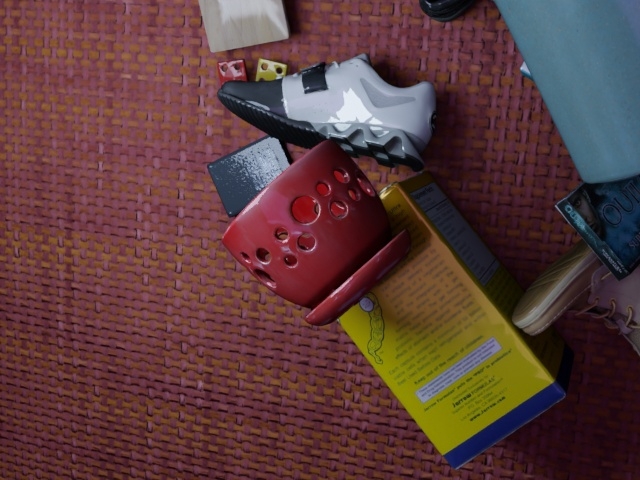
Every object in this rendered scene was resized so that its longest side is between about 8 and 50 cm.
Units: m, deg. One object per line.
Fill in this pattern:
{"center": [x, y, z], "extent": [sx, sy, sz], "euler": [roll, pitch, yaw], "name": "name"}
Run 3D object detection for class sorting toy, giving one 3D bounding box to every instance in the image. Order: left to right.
{"center": [-0.113, -0.357, 1.326], "extent": [0.132, 0.046, 0.274], "euler": [-6, 108, 20], "name": "sorting toy"}

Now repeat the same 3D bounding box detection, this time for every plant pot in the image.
{"center": [0.000, 0.000, 1.075], "extent": [0.191, 0.191, 0.174], "euler": [-41, 87, 21], "name": "plant pot"}
{"center": [0.364, -0.262, 0.992], "extent": [0.341, 0.341, 0.334], "euler": [-20, 95, 21], "name": "plant pot"}

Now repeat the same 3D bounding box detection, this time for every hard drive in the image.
{"center": [-0.107, -0.104, 1.386], "extent": [0.135, 0.022, 0.094], "euler": [-23, 91, 21], "name": "hard drive"}

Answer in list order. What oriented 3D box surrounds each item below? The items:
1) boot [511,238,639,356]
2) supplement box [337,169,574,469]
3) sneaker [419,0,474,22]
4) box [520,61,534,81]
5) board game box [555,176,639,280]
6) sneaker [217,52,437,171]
{"center": [0.389, 0.099, 1.147], "extent": [0.203, 0.262, 0.095], "euler": [55, 148, 0], "name": "boot"}
{"center": [0.168, 0.101, 1.234], "extent": [0.195, 0.194, 0.356], "euler": [-40, 84, 21], "name": "supplement box"}
{"center": [0.219, -0.391, 1.169], "extent": [0.227, 0.130, 0.087], "euler": [-42, 86, 18], "name": "sneaker"}
{"center": [0.400, -0.209, 1.167], "extent": [0.244, 0.060, 0.100], "euler": [33, 101, 11], "name": "box"}
{"center": [0.401, -0.044, 1.142], "extent": [0.126, 0.186, 0.026], "euler": [50, 144, 5], "name": "board game box"}
{"center": [0.014, -0.210, 1.284], "extent": [0.330, 0.122, 0.146], "euler": [15, 81, 12], "name": "sneaker"}
